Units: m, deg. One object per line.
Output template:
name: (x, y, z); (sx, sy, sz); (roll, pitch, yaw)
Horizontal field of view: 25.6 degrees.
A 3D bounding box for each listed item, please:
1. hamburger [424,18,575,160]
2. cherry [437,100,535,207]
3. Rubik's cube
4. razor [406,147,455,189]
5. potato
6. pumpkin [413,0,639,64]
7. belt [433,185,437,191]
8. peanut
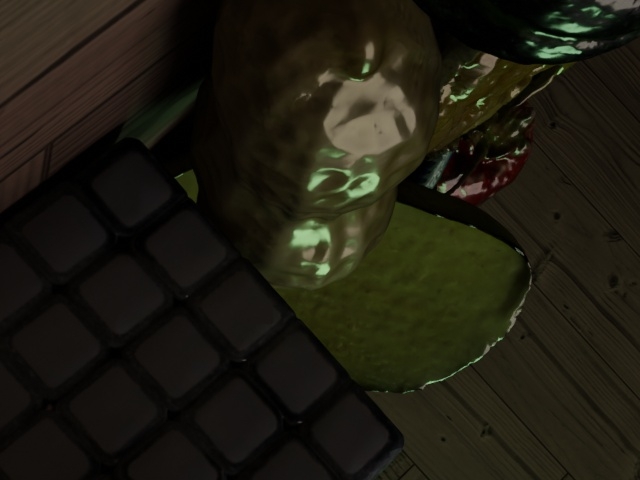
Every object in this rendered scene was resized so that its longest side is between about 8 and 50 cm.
hamburger: (0.119, -0.173, 0.914); (0.265, 0.134, 0.285); (-41, 172, 32)
cherry: (0.132, -0.106, 1.581); (0.192, 0.175, 0.249); (-48, 180, -19)
Rubik's cube: (-0.138, 0.126, 0.806); (0.237, 0.238, 0.237); (-41, 176, -26)
razor: (0.086, -0.082, 1.114); (0.093, 0.056, 0.324); (13, 95, -85)
potato: (0.000, 0.000, 0.967); (0.111, 0.272, 0.160); (-91, -162, -53)
pumpkin: (0.120, -0.174, 0.581); (0.220, 0.162, 0.220); (-39, 180, 0)
belt: (0.001, -0.052, 1.182); (0.094, 0.126, 0.359); (-30, 177, 23)
peanut: (-0.008, -0.066, 0.738); (0.120, 0.136, 0.298); (-36, 169, -17)
